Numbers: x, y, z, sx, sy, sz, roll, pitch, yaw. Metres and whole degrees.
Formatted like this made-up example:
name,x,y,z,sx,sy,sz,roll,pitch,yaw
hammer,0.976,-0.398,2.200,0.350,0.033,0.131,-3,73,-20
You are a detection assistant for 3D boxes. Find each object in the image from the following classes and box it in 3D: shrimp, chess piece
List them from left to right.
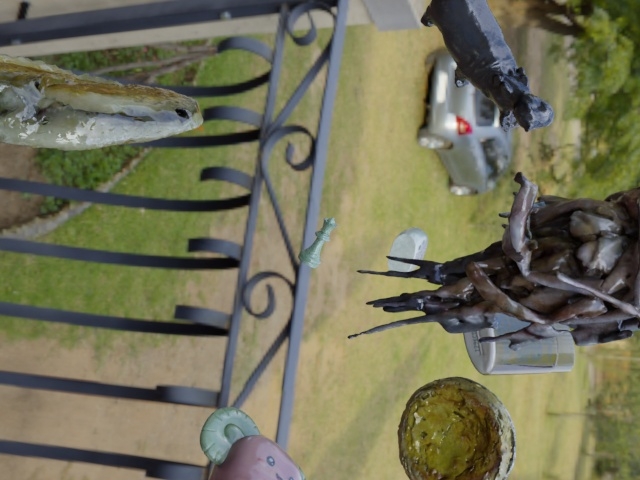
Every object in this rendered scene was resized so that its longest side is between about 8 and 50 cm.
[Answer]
name,x,y,z,sx,sy,sz,roll,pitch,yaw
chess piece,0.000,0.000,1.343,0.093,0.042,0.042,-59,161,13
shrimp,0.179,0.018,0.556,0.145,0.342,0.117,23,59,-68

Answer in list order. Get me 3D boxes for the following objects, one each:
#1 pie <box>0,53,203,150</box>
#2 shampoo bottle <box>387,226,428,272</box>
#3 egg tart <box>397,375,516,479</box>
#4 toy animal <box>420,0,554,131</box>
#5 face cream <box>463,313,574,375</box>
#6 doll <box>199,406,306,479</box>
name,x,y,z,sx,sy,sz,roll,pitch,yaw
pie,-0.311,-0.168,0.936,0.339,0.339,0.077,-25,129,-65
shampoo bottle,0.156,0.012,1.301,0.152,0.045,0.077,-24,130,-66
egg tart,0.253,0.370,1.426,0.094,0.234,0.234,25,68,-53
toy animal,0.319,-0.333,1.464,0.343,0.106,0.168,59,-8,13
face cream,0.377,0.180,1.441,0.285,0.067,0.139,8,69,-42
doll,-0.146,0.474,1.456,0.284,0.216,0.268,49,29,-10
